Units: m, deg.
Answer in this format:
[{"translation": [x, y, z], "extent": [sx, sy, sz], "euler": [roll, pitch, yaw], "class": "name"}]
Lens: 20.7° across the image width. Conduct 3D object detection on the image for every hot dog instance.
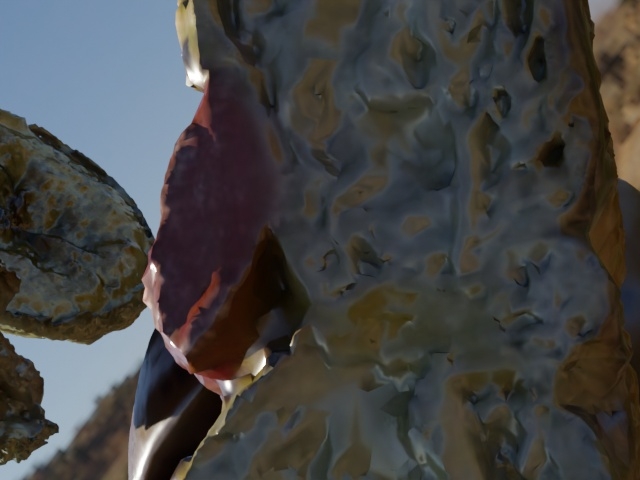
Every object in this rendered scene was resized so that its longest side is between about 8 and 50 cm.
[{"translation": [0.043, 0.038, 0.742], "extent": [0.365, 0.196, 0.367], "euler": [23, -116, -75], "class": "hot dog"}]

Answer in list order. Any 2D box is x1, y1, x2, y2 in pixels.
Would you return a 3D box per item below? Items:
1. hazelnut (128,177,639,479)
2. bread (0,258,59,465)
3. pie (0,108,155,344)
[{"translation": [0.089, 0.129, 1.237], "extent": [0.429, 0.402, 0.402], "euler": [-20, -28, -50], "class": "hazelnut"}, {"translation": [-0.289, 0.075, 1.115], "extent": [0.314, 0.192, 0.171], "euler": [69, -140, -74], "class": "bread"}, {"translation": [-0.251, -0.014, 1.469], "extent": [0.055, 0.274, 0.274], "euler": [-48, 2, 29], "class": "pie"}]
